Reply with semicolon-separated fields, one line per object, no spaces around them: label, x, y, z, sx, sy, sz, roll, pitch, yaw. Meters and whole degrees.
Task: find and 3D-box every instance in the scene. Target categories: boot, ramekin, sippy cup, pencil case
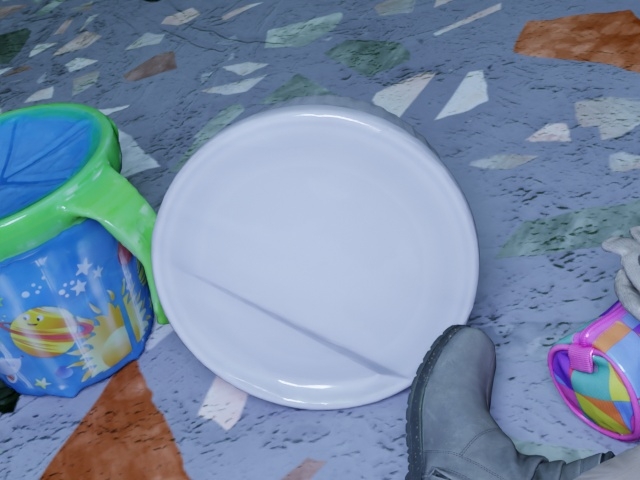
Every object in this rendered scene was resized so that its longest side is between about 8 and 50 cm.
boot;0.139;0.162;0.803;0.161;0.083;0.246;-7;42;30
ramekin;0.000;0.000;0.968;0.273;0.273;0.127;-10;22;11
sippy cup;-0.270;0.021;1.084;0.240;0.224;0.305;-27;34;-12
pencil case;0.289;0.057;0.887;0.236;0.104;0.104;-35;37;-23

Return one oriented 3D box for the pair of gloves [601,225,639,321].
pair of gloves;0.331;0.039;0.784;0.240;0.042;0.204;-10;31;-16

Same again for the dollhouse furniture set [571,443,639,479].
dollhouse furniture set;0.230;0.263;0.269;0.394;0.362;0.256;1;1;33
